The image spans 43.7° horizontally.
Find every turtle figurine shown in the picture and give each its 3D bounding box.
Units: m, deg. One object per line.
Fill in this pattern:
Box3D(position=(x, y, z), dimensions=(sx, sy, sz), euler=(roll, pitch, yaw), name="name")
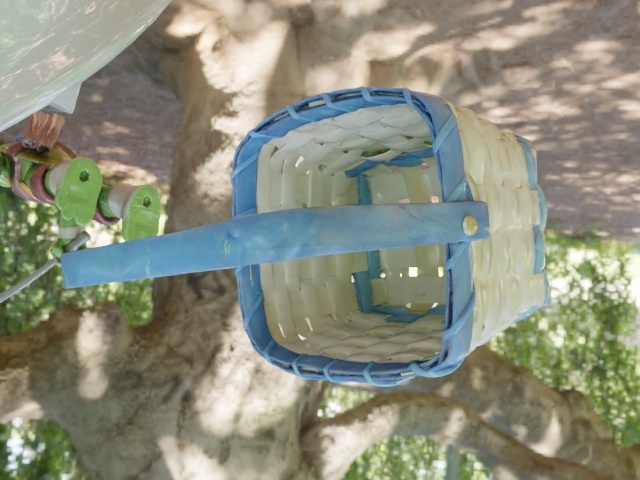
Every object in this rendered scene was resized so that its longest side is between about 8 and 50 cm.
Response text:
Box3D(position=(-0.336, -0.019, 0.939), dimensions=(0.266, 0.274, 0.197), euler=(7, 135, 39), name="turtle figurine")

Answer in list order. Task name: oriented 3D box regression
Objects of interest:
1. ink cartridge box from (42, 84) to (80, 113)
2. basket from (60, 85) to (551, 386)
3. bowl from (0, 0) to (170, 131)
Box3D(position=(-0.169, -0.144, 0.497), dimensions=(0.029, 0.115, 0.063), euler=(11, 174, 20), name="ink cartridge box")
Box3D(position=(0.000, 0.000, 0.554), dimensions=(0.289, 0.201, 0.255), euler=(-11, -177, -44), name="basket")
Box3D(position=(-0.223, -0.156, 0.381), dimensions=(0.298, 0.297, 0.134), euler=(3, 136, 23), name="bowl")
